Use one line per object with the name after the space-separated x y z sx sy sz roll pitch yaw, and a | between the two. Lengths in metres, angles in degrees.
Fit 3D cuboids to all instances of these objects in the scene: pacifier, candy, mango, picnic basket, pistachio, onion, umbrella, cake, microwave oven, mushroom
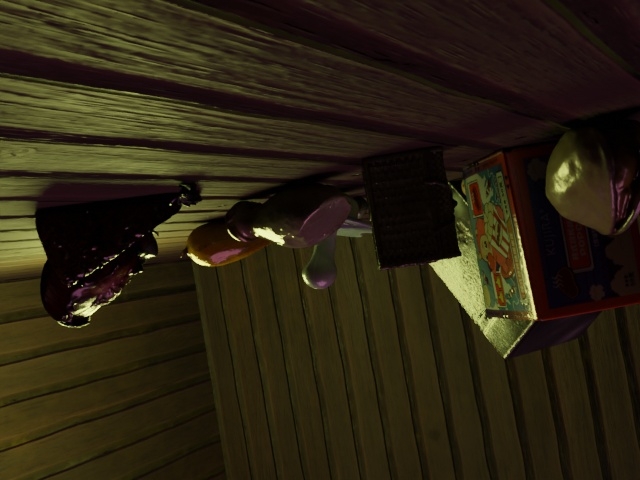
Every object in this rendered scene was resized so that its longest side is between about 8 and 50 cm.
0.000 0.000 1.867 0.238 0.226 0.287 10 171 -15 | pacifier
0.081 -0.092 2.193 0.061 0.061 0.202 -9 -174 -11 | candy
-0.224 -0.008 2.144 0.316 0.119 0.176 -18 179 -24 | mango
0.161 -0.054 1.400 0.154 0.196 0.134 -9 176 3 | picnic basket
0.488 -0.108 1.404 0.166 0.197 0.288 -13 167 5 | pistachio
-0.479 0.039 1.667 0.272 0.195 0.272 -46 178 -3 | onion
-0.213 -0.077 1.346 0.044 0.044 0.269 -47 -177 4 | umbrella
-0.372 -0.043 1.375 0.246 0.135 0.112 -39 -162 -13 | cake
0.525 0.052 2.137 0.374 0.432 0.236 -8 139 -34 | microwave oven
-0.064 -0.048 1.602 0.128 0.128 0.350 -8 -178 -40 | mushroom

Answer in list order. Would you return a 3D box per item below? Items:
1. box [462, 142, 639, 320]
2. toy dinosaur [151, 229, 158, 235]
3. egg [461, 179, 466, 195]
0.481 -0.019 1.710 0.256 0.349 0.318 -9 179 -7 | box
-0.418 -0.019 1.871 0.180 0.037 0.058 -10 -177 41 | toy dinosaur
0.378 -0.134 1.952 0.071 0.071 0.083 -9 -170 -20 | egg
